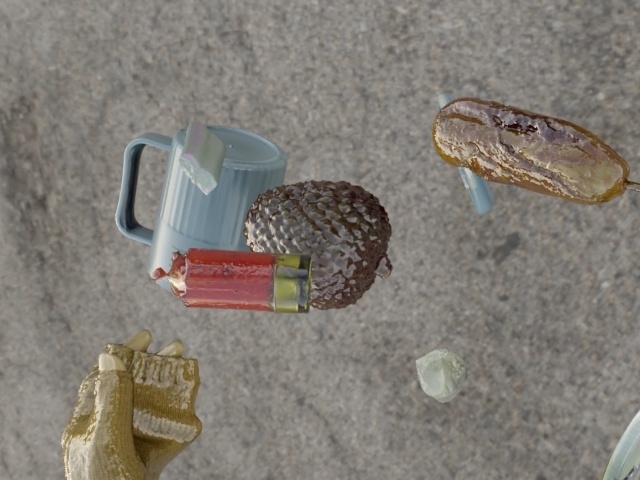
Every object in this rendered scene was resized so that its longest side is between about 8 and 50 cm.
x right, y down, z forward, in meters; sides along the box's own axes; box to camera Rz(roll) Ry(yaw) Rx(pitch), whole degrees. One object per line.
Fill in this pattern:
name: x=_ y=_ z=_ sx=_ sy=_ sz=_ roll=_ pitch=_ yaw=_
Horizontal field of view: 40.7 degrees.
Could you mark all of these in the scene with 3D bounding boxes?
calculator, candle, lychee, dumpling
calculator: x=0.266 y=-0.152 z=1.580 sx=0.042 sy=0.302 sz=0.188 roll=-23 pitch=59 yaw=11
candle: x=-0.072 y=0.033 z=0.702 sx=0.131 sy=0.052 sz=0.052 roll=2 pitch=109 yaw=0
lychee: x=0.000 y=0.000 z=1.506 sx=0.271 sy=0.236 sz=0.236 roll=21 pitch=122 yaw=-9
dumpling: x=0.152 y=0.167 z=1.068 sx=0.057 sy=0.052 sz=0.076 roll=-30 pitch=92 yaw=14

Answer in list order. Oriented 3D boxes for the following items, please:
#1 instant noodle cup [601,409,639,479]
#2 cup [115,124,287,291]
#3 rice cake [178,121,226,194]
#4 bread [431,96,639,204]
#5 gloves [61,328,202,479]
instant noodle cup: x=0.570 y=0.363 z=1.327 sx=0.200 sy=0.264 sz=0.264 roll=31 pitch=121 yaw=12
cup: x=-0.241 y=-0.079 z=1.847 sx=0.331 sy=0.257 sz=0.311 roll=31 pitch=118 yaw=31
rice cake: x=-0.204 y=-0.149 z=1.487 sx=0.042 sy=0.221 sz=0.080 roll=-38 pitch=109 yaw=13
bread: x=0.293 y=-0.112 z=1.176 sx=0.344 sy=0.084 sz=0.124 roll=25 pitch=161 yaw=39
gloves: x=-0.278 y=0.290 z=1.217 sx=0.155 sy=0.203 sz=0.356 roll=-6 pitch=59 yaw=26
